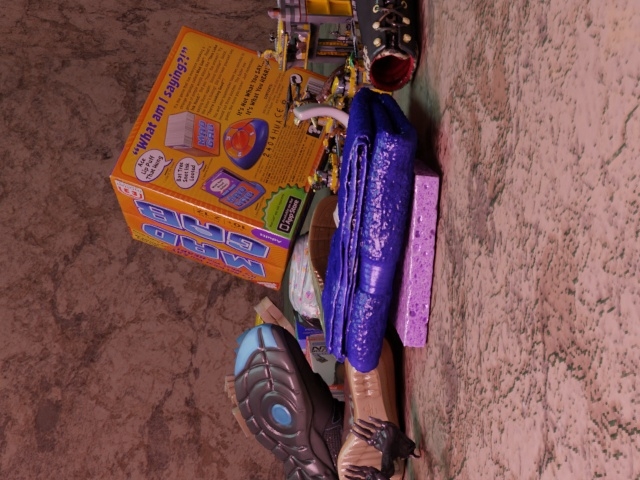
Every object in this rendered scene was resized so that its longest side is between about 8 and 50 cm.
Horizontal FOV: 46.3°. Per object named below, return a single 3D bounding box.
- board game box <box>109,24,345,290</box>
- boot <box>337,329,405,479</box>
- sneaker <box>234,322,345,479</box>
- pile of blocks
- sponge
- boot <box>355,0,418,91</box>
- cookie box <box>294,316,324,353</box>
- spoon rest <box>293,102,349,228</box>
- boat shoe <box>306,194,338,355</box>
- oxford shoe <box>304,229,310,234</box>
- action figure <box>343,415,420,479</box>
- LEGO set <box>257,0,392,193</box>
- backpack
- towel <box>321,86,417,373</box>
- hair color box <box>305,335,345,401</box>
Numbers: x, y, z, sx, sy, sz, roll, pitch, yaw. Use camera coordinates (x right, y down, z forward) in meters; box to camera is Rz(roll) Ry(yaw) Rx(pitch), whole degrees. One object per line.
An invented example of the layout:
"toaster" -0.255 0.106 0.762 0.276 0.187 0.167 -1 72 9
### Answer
"board game box" -0.183 -0.156 1.580 0.356 0.356 0.356 110 180 -70
"boot" 0.078 0.230 1.068 0.207 0.090 0.248 -65 -26 -72
"sneaker" -0.018 0.263 1.100 0.140 0.125 0.341 -36 -67 -47
"pile of blocks" -0.132 0.316 1.711 0.112 0.149 0.362 -138 47 -58
"sponge" 0.109 0.012 0.908 0.117 0.031 0.210 -110 22 -72
"boot" 0.087 -0.315 0.920 0.236 0.085 0.178 91 175 -66
"cookie box" -0.009 0.198 1.621 0.107 0.092 0.040 -102 12 -62
"spoon rest" 0.048 -0.079 1.109 0.137 0.084 0.276 -122 9 -68
"boat shoe" 0.026 0.065 1.288 0.089 0.105 0.285 125 145 -73
"oxford shoe" 0.000 0.000 1.643 0.212 0.076 0.076 134 138 -78
"action figure" 0.067 0.324 0.798 0.275 0.141 0.164 -101 25 -66
"LEGO set" -0.007 -0.238 1.225 0.331 0.192 0.255 104 165 -63
"backpack" -0.006 0.075 1.513 0.152 0.115 0.182 -103 18 -73
"towel" 0.047 -0.020 0.942 0.227 0.076 0.308 -103 19 -66
"hair color box" 0.026 0.229 1.317 0.167 0.093 0.053 -106 18 -65
